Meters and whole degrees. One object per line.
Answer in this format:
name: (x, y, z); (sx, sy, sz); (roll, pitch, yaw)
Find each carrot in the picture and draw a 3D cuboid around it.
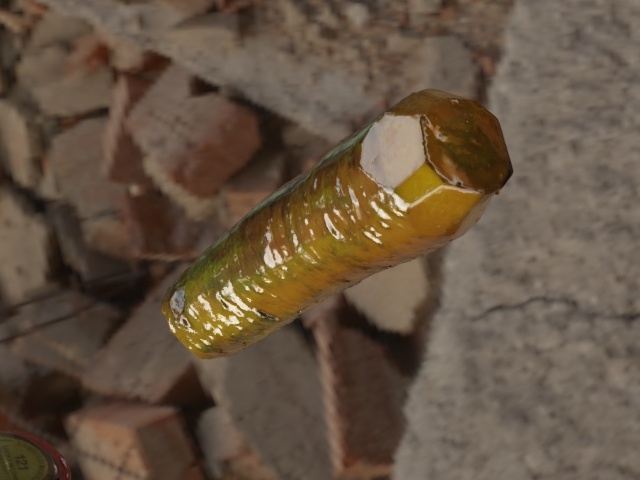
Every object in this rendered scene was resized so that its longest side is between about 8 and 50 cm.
carrot: (0.000, 0.000, 0.952); (0.260, 0.070, 0.070); (-33, 82, 53)

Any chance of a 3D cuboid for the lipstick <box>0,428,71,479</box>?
lipstick: (-0.215, 0.230, 1.266); (0.080, 0.080, 0.241); (29, 125, 20)
